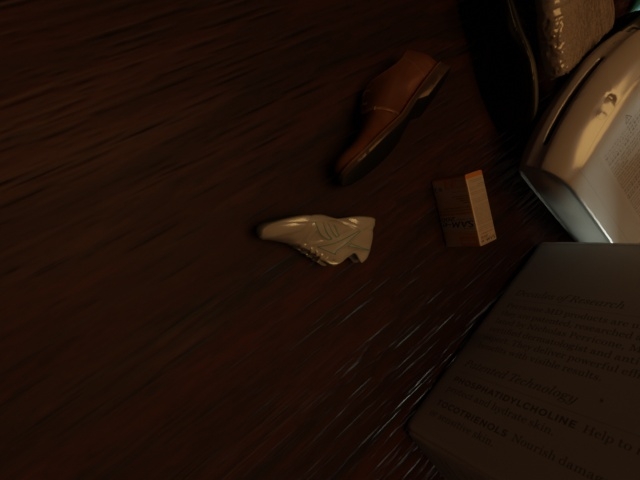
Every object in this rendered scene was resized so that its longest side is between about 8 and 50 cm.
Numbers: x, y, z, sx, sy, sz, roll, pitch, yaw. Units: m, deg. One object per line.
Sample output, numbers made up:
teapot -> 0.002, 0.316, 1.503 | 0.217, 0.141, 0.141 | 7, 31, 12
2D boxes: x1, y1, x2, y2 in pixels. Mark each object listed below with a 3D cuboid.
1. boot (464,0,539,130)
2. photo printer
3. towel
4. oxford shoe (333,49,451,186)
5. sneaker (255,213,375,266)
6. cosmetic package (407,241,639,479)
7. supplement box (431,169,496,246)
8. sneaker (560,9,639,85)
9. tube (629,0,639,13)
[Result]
boot -> 0.321, -0.305, 0.648 | 0.179, 0.085, 0.236 | -27, 104, -30
photo printer -> 0.456, -0.139, 0.660 | 0.308, 0.107, 0.256 | 32, 94, -33
towel -> 0.376, -0.369, 0.612 | 0.282, 0.049, 0.187 | -42, 120, -34
oxford shoe -> 0.073, -0.155, 0.524 | 0.076, 0.076, 0.212 | 36, 72, 7
sneaker -> 0.000, 0.000, 0.477 | 0.152, 0.054, 0.061 | 1, 91, -30
cosmetic package -> 0.406, 0.248, 0.549 | 0.394, 0.327, 0.329 | -44, 110, -22
supplement box -> 0.198, -0.043, 0.585 | 0.036, 0.062, 0.098 | -20, 98, -29
sneaker -> 0.537, -0.314, 0.771 | 0.130, 0.087, 0.227 | 46, 71, -23
tube -> 0.710, -0.538, 0.898 | 0.080, 0.052, 0.207 | 27, 82, -15
